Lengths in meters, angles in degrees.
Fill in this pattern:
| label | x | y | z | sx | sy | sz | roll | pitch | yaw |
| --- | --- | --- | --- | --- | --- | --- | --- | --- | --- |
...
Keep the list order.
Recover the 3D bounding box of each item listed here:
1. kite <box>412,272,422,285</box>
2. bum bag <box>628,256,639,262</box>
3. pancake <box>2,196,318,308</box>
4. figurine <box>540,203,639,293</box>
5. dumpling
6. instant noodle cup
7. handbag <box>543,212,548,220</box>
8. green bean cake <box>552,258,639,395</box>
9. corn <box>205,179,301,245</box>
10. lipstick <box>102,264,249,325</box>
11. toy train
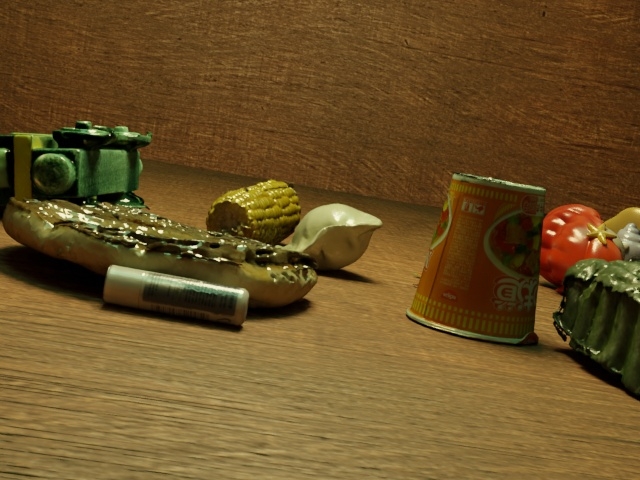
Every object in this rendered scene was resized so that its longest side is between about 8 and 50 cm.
| label | x | y | z | sx | sy | sz | roll | pitch | yaw |
| --- | --- | --- | --- | --- | --- | --- | --- | --- | --- |
| kite | 0.212 | 0.070 | 1.423 | 0.159 | 0.010 | 0.190 | 14 | 7 | 33 |
| bum bag | 0.539 | 0.094 | 1.339 | 0.144 | 0.095 | 0.340 | 37 | 12 | 4 |
| pancake | -0.179 | 0.011 | 1.083 | 0.382 | 0.071 | 0.382 | 12 | 4 | -1 |
| figurine | 0.484 | 0.023 | 1.612 | 0.257 | 0.181 | 0.208 | 1 | 51 | -45 |
| dumpling | 0.001 | -0.001 | 1.355 | 0.169 | 0.100 | 0.134 | 13 | 21 | 41 |
| instant noodle cup | 0.202 | 0.016 | 1.102 | 0.168 | 0.185 | 0.168 | 9 | 7 | -1 |
| handbag | 0.504 | -0.011 | 2.060 | 0.244 | 0.088 | 0.275 | -3 | 5 | -4 |
| green bean cake | 0.410 | 0.098 | 0.994 | 0.255 | 0.132 | 0.241 | 9 | 10 | -7 |
| corn | -0.105 | -0.036 | 1.453 | 0.115 | 0.115 | 0.318 | 11 | 9 | 12 |
| lipstick | -0.142 | 0.055 | 0.896 | 0.141 | 0.040 | 0.040 | 10 | 7 | 0 |
| toy train | -0.424 | -0.113 | 1.459 | 0.253 | 0.160 | 0.397 | 3 | 6 | 4 |
